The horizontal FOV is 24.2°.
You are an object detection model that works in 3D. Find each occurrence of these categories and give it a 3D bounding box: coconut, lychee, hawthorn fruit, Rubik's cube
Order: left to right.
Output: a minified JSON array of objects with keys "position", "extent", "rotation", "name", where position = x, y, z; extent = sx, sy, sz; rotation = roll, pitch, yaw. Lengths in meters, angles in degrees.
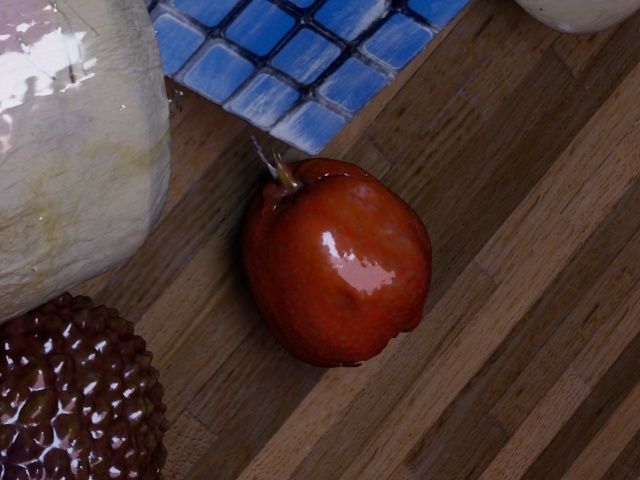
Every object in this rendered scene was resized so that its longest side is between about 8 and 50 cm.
[{"position":[-0.348,-0.103,1.268],"extent":[0.405,0.405,0.404],"rotation":[-11,113,-28],"name":"coconut"},{"position":[-0.295,0.205,1.460],"extent":[0.306,0.306,0.330],"rotation":[30,87,-36],"name":"lychee"},{"position":[-0.041,-0.283,1.418],"extent":[0.256,0.253,0.259],"rotation":[25,121,-37],"name":"Rubik's cube"},{"position":[0.000,0.000,1.632],"extent":[0.211,0.211,0.299],"rotation":[-42,114,-13],"name":"hawthorn fruit"}]

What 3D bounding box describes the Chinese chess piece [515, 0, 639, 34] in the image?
[{"position":[0.275,-0.351,1.660],"extent":[0.250,0.103,0.249],"rotation":[22,54,-35],"name":"Chinese chess piece"}]
